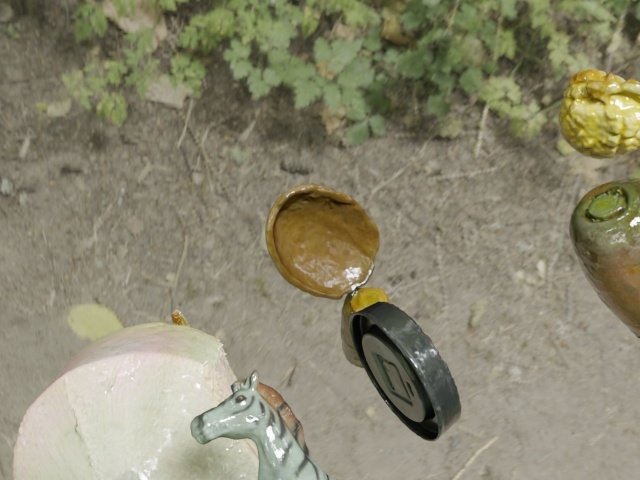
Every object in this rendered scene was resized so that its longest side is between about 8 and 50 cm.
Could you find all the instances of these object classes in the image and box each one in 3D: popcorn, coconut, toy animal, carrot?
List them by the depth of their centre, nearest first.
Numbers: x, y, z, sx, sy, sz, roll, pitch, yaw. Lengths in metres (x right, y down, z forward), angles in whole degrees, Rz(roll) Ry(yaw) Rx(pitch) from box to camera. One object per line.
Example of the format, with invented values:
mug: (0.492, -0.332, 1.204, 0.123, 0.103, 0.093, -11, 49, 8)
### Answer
toy animal: (-0.016, 0.249, 0.925, 0.255, 0.090, 0.170, 53, 39, -22)
coconut: (-0.189, 0.251, 1.191, 0.297, 0.309, 0.297, -1, 101, -5)
carrot: (0.414, 0.059, 1.325, 0.139, 0.139, 0.302, -45, 112, -22)
carrot: (0.071, 0.131, 1.660, 0.082, 0.173, 0.082, 0, 61, 0)
popcorn: (0.518, -0.230, 1.938, 0.180, 0.180, 0.170, 31, 95, 0)

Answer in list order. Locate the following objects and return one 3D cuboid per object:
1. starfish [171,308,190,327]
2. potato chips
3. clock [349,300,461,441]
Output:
starfish: (-0.197, 0.218, 1.527, 0.043, 0.240, 0.227, 2, 68, -16)
potato chips: (0.000, 0.000, 1.524, 0.201, 0.049, 0.150, 23, 96, -32)
clock: (0.103, 0.157, 1.309, 0.040, 0.184, 0.184, -31, 80, -17)
